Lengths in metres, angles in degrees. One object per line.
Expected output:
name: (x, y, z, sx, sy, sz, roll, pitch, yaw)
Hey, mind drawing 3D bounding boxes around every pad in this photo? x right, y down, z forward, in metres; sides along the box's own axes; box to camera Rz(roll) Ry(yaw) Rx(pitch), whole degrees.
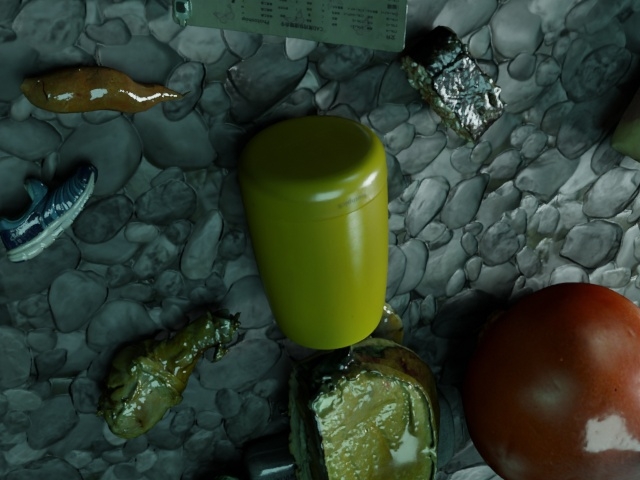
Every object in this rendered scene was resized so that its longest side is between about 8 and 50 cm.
pad: (-0.036, -0.286, 1.097, 0.265, 0.009, 0.160, 10, 121, 14)

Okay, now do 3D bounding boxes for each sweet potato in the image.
sweet potato: (-0.233, -0.164, 1.158, 0.194, 0.056, 0.056, 0, 119, -32)

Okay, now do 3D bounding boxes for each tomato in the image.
tomato: (0.363, 0.221, 1.496, 0.321, 0.321, 0.322, -11, 123, -18)

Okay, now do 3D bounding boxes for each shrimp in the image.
shrimp: (0.019, 0.159, 1.471, 0.217, 0.051, 0.150, -36, 124, -11)

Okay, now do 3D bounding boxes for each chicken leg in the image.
chicken leg: (-0.200, 0.160, 1.345, 0.227, 0.088, 0.103, -44, 114, 9)

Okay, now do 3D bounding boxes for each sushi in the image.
sushi: (0.163, -0.190, 1.297, 0.078, 0.090, 0.150, -43, 125, 0)

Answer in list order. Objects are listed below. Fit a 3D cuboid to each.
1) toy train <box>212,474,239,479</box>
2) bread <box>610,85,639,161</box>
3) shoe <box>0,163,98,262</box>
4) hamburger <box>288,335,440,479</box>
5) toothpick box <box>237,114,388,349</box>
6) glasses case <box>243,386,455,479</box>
toy train: (-0.146, 0.400, 1.490, 0.104, 0.071, 0.178, 39, 126, -22)
bread: (0.549, -0.230, 1.409, 0.187, 0.155, 0.338, 17, 108, -40)
shoe: (-0.311, -0.040, 1.193, 0.143, 0.064, 0.071, -42, 109, -3)
hamburger: (0.072, 0.257, 1.427, 0.211, 0.132, 0.309, -17, 113, -18)
toothpick box: (0.000, 0.000, 1.287, 0.175, 0.175, 0.271, -17, 128, -14)
glasses case: (0.045, 0.318, 1.559, 0.323, 0.074, 0.131, -16, 123, -15)
